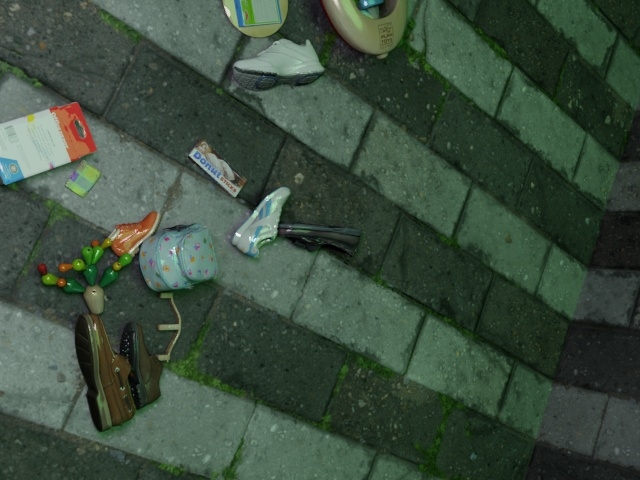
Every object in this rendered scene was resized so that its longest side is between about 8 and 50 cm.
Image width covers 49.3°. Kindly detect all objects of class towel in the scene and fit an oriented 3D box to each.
[{"bbox_3d":[-0.594,-0.155,1.751,0.060,0.009,0.083,39,71,-29],"label":"towel"}]

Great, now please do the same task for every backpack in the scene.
[{"bbox_3d":[-0.366,0.047,1.803,0.188,0.144,0.166,-20,103,-48],"label":"backpack"}]

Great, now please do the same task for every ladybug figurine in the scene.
[{"bbox_3d":[0.109,-0.769,2.125,0.305,0.161,0.450,-23,102,-31],"label":"ladybug figurine"}]

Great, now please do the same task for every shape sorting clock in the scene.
[{"bbox_3d":[-0.187,-0.687,2.000,0.206,0.040,0.206,-4,96,-34],"label":"shape sorting clock"}]

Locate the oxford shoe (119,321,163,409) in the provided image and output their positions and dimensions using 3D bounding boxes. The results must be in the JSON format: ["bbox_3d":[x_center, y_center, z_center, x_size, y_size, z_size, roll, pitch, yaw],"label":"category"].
[{"bbox_3d":[-0.461,0.314,1.812,0.096,0.082,0.227,-16,107,-43],"label":"oxford shoe"}]

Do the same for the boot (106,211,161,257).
[{"bbox_3d":[-0.481,-0.028,1.802,0.084,0.059,0.158,45,68,-20],"label":"boot"}]

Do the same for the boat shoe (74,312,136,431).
[{"bbox_3d":[-0.535,0.318,1.747,0.104,0.110,0.308,-15,109,-37],"label":"boat shoe"}]

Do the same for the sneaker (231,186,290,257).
[{"bbox_3d":[-0.152,-0.053,1.988,0.092,0.087,0.229,37,77,4],"label":"sneaker"}]

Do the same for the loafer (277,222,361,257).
[{"bbox_3d":[0.000,0.000,2.098,0.302,0.109,0.095,3,93,-37],"label":"loafer"}]

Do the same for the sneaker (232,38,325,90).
[{"bbox_3d":[-0.130,-0.512,2.020,0.297,0.111,0.129,-14,83,-37],"label":"sneaker"}]

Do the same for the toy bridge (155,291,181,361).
[{"bbox_3d":[-0.407,0.232,1.871,0.063,0.026,0.188,2,90,-35],"label":"toy bridge"}]

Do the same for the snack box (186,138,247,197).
[{"bbox_3d":[-0.287,-0.201,1.949,0.178,0.022,0.064,43,69,-27],"label":"snack box"}]

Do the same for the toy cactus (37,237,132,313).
[{"bbox_3d":[-0.576,0.095,1.729,0.218,0.112,0.181,-21,121,-34],"label":"toy cactus"}]

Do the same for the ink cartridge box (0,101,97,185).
[{"bbox_3d":[-0.670,-0.232,1.658,0.231,0.078,0.134,-27,106,-31],"label":"ink cartridge box"}]
